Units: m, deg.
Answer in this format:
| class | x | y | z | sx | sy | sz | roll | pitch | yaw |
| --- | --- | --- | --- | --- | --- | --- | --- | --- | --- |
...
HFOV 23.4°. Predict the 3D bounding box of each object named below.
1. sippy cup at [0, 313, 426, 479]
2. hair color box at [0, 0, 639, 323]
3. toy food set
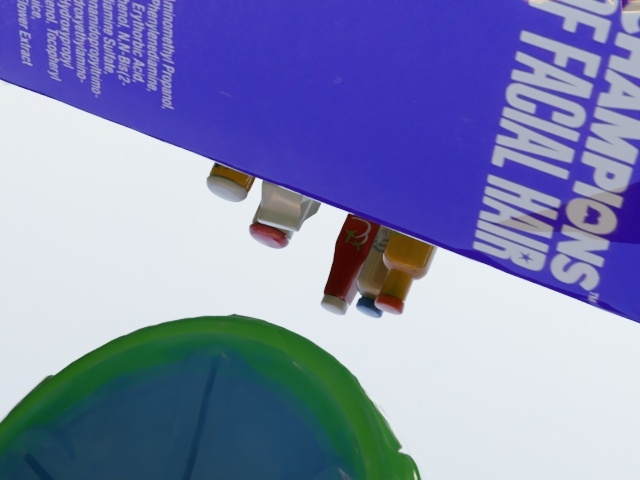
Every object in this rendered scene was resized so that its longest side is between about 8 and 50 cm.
| class | x | y | z | sx | sy | sz | roll | pitch | yaw |
| --- | --- | --- | --- | --- | --- | --- | --- | --- | --- |
| sippy cup | -0.021 | 0.185 | 0.642 | 0.240 | 0.224 | 0.306 | -22 | -133 | 21 |
| hair color box | 0.021 | -0.105 | 0.424 | 0.338 | 0.110 | 0.185 | 21 | -135 | 15 |
| toy food set | 0.000 | 0.000 | 1.306 | 0.232 | 0.111 | 0.105 | 15 | -109 | 27 |
